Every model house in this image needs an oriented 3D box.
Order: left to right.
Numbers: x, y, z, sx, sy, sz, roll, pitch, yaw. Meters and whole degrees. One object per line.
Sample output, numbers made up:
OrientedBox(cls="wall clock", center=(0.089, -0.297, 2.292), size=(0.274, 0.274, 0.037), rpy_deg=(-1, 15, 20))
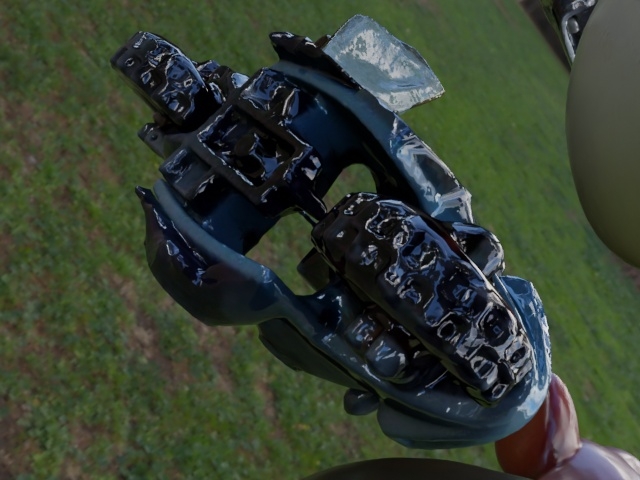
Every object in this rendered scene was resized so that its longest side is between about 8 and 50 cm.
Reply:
OrientedBox(cls="model house", center=(0.033, -0.174, 1.110), size=(0.165, 0.152, 0.106), rpy_deg=(33, 64, -22))

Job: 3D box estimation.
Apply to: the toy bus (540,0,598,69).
OrientedBox(cls="toy bus", center=(0.309, -0.272, 0.777), size=(0.143, 0.305, 0.179), rpy_deg=(36, 28, -59))

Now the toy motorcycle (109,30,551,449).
OrientedBox(cls="toy motorcycle", center=(0.000, 0.000, 0.622), size=(0.416, 0.172, 0.232), rpy_deg=(38, -8, 47))

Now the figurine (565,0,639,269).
OrientedBox(cls="figurine", center=(0.255, 0.042, 0.345), size=(0.274, 0.226, 0.394), rpy_deg=(-22, 91, -36))

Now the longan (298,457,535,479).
OrientedBox(cls="longan", center=(0.056, 0.247, 0.432), size=(0.319, 0.319, 0.319), rpy_deg=(45, 23, -25))

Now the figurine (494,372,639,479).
OrientedBox(cls="figurine", center=(0.283, 0.330, 1.099), size=(0.261, 0.211, 0.269), rpy_deg=(41, 13, -40))
